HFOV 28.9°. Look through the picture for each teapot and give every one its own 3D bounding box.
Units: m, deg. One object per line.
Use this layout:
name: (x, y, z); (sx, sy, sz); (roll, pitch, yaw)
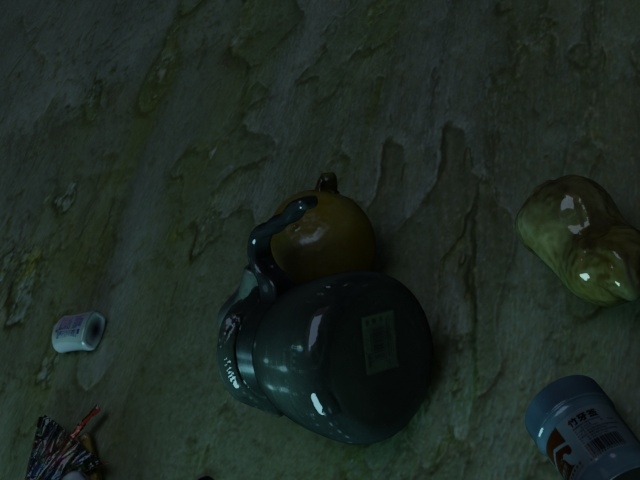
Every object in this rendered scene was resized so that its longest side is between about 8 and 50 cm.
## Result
teapot: (-0.034, 0.121, 1.668); (0.285, 0.305, 0.223); (-3, 36, 50)

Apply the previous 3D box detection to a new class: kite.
kite: (-0.415, 0.343, 2.001); (0.189, 0.009, 0.232); (-52, 39, -10)

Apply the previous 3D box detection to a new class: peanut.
peanut: (0.333, 0.002, 1.547); (0.122, 0.137, 0.253); (-31, 41, -2)

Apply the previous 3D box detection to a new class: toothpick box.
toothpick box: (0.307, 0.236, 1.394); (0.101, 0.101, 0.153); (-40, 39, 8)

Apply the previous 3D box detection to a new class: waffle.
waffle: (-0.387, 0.375, 1.971); (0.092, 0.021, 0.135); (-41, 38, 8)

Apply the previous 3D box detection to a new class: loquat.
loquat: (0.000, 0.000, 1.830); (0.172, 0.149, 0.205); (10, 93, 48)

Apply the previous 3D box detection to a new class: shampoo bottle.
shampoo bottle: (-0.429, 0.162, 2.178); (0.099, 0.043, 0.072); (-10, 50, 38)

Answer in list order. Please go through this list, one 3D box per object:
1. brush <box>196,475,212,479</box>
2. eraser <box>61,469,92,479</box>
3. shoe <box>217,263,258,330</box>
brush: (-0.191, 0.368, 1.809); (0.083, 0.008, 0.024); (-34, 43, 14)
eraser: (-0.360, 0.458, 1.845); (0.204, 0.059, 0.243); (-26, 46, 24)
shoe: (-0.098, 0.062, 1.938); (0.195, 0.078, 0.079); (-41, 39, 1)
